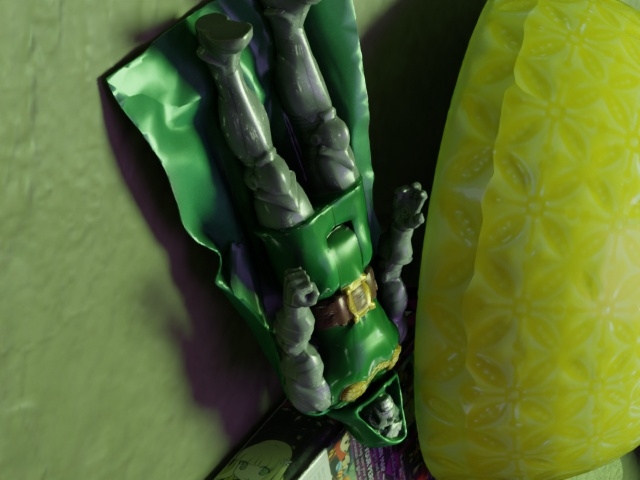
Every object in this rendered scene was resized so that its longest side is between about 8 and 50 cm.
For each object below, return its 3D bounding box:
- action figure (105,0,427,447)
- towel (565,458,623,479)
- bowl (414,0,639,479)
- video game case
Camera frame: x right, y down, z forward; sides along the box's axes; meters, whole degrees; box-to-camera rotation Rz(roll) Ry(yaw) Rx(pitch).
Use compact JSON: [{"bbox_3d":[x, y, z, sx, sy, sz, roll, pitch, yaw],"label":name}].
[{"bbox_3d":[0.000,0.000,0.624,0.137,0.063,0.232,-37,126,-30],"label":"action figure"},{"bbox_3d":[0.200,0.187,1.095,0.110,0.027,0.148,-59,145,-25],"label":"towel"},{"bbox_3d":[0.164,0.005,0.762,0.289,0.156,0.289,9,90,-72],"label":"bowl"},{"bbox_3d":[0.012,0.173,0.763,0.210,0.042,0.232,-45,139,-40],"label":"video game case"}]
